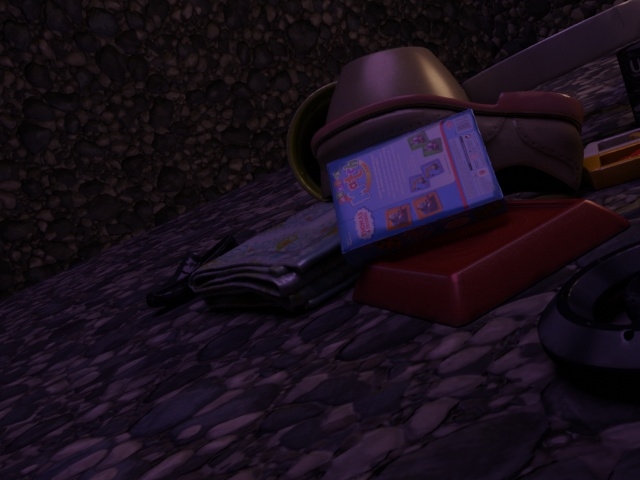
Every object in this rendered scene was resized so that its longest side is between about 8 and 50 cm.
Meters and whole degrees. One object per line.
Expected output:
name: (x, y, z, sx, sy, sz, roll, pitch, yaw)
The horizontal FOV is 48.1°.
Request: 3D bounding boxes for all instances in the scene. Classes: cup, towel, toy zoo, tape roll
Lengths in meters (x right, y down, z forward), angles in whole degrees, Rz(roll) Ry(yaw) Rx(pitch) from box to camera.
cup: (0.145, -0.222, 1.346, 0.331, 0.236, 0.331, -10, -1, 0)
towel: (0.000, 0.000, 1.179, 0.374, 0.090, 0.321, -30, 14, -34)
toy zoo: (0.492, -0.140, 1.031, 0.293, 0.030, 0.192, -18, 12, 24)
tape roll: (0.467, -0.359, 1.394, 0.392, 0.072, 0.392, -24, 5, 2)

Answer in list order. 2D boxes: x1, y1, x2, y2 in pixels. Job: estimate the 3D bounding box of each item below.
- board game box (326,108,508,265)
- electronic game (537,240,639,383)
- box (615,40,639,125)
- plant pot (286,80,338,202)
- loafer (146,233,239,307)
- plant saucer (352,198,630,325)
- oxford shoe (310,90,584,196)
board game box: (0.120, -0.071, 0.943, 0.212, 0.039, 0.160, -19, 52, 14)
electronic game: (0.281, 0.043, 0.548, 0.229, 0.048, 0.229, -22, 11, 4)
box: (0.661, -0.313, 1.228, 0.247, 0.142, 0.163, -29, 13, -27)
plant pot: (0.071, -0.206, 1.640, 0.276, 0.276, 0.254, -22, 1, 3)
loafer: (-0.246, 0.059, 1.392, 0.223, 0.078, 0.076, -30, 13, -34)
plant saucer: (0.190, 0.010, 0.880, 0.259, 0.047, 0.258, -26, 12, -20)
oxford shoe: (0.177, -0.120, 1.037, 0.397, 0.146, 0.140, -4, -22, 15)
